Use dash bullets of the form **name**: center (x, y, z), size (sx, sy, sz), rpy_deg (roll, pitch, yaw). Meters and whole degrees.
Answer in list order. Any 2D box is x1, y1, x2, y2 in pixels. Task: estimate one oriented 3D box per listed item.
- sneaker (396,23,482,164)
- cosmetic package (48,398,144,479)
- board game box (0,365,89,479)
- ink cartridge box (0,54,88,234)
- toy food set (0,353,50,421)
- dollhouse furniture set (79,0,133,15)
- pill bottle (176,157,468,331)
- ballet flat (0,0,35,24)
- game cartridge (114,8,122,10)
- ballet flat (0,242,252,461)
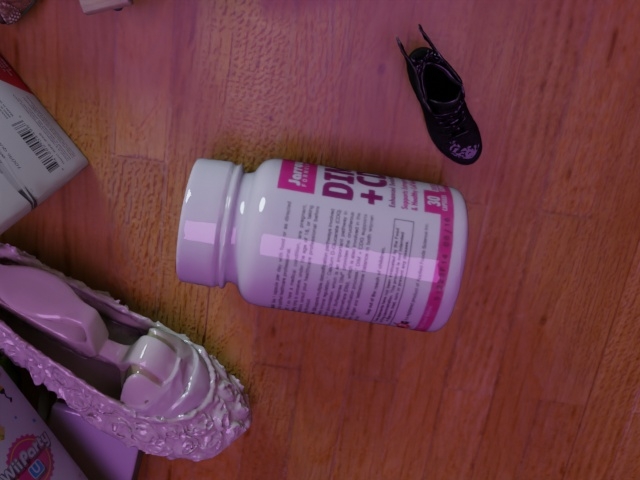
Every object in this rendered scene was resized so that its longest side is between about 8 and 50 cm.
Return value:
- **sneaker**: center (0.127, -0.145, 0.732), size (0.051, 0.089, 0.170), rpy_deg (-27, 108, 10)
- **cosmetic package**: center (-0.296, 0.299, 0.907), size (0.118, 0.085, 0.231), rpy_deg (17, 108, -5)
- **board game box**: center (-0.388, 0.291, 0.800), size (0.224, 0.097, 0.303), rpy_deg (-24, 107, 25)
- **ink cartridge box**: center (-0.364, -0.087, 0.660), size (0.114, 0.273, 0.197), rpy_deg (-33, 107, 12)
- **toy food set**: center (-0.442, 0.179, 0.885), size (0.192, 0.038, 0.132), rpy_deg (9, 110, -3)
- **dollhouse furniture set**: center (-0.090, -0.337, 0.485), size (0.356, 0.173, 0.303), rpy_deg (-9, 115, 15)
- **pill bottle**: center (0.000, 0.000, 0.750), size (0.283, 0.160, 0.160), rpy_deg (9, 110, -3)
- **ballet flat**: center (-0.354, -0.316, 0.694), size (0.067, 0.073, 0.206), rpy_deg (-37, 111, -14)
- **game cartridge**: center (-0.326, -0.372, 0.617), size (0.355, 0.068, 0.230), rpy_deg (14, 105, -17)
- **ballet flat**: center (-0.251, 0.125, 0.795), size (0.409, 0.147, 0.147), rpy_deg (30, 108, -10)
